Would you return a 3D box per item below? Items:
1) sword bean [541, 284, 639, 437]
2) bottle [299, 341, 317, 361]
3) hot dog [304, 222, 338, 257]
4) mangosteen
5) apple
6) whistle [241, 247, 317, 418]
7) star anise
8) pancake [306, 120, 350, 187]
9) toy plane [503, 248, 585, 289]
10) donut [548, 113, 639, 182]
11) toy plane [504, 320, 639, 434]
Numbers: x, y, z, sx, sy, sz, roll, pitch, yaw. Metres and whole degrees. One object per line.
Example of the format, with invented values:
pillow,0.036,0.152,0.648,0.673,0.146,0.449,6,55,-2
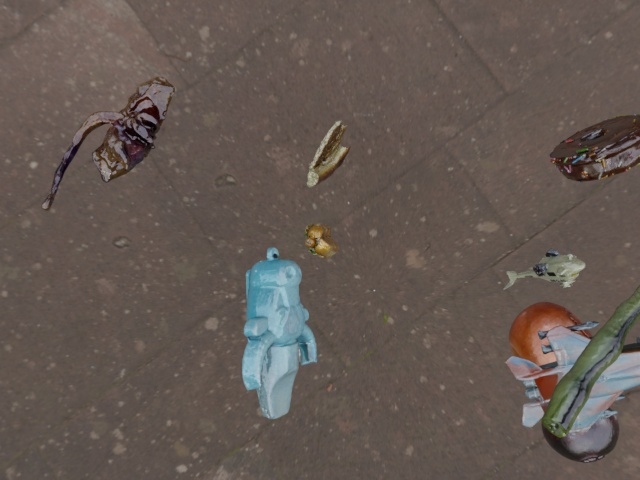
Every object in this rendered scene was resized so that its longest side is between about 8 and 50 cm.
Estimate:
sword bean,0.377,0.142,0.714,0.043,0.038,0.269,44,74,9
bottle,-0.088,0.334,1.860,0.099,0.099,0.152,-41,106,1
hot dog,0.000,0.000,1.606,0.072,0.269,0.109,-29,84,8
mangosteen,0.824,0.573,1.751,0.228,0.228,0.265,-14,59,4
apple,0.696,0.327,1.658,0.206,0.251,0.272,-34,119,-11
whistle,-0.075,0.148,0.879,0.093,0.186,0.274,-1,91,28
star anise,-0.219,-0.099,0.570,0.070,0.097,0.191,42,53,-30
pancake,0.032,-0.273,1.805,0.056,0.212,0.257,28,88,13
toy plane,0.653,0.095,1.600,0.092,0.286,0.108,-40,102,-29
donut,0.677,-0.218,1.305,0.235,0.235,0.089,-29,106,2
toy plane,0.472,0.203,0.878,0.326,0.104,0.223,-20,110,1
